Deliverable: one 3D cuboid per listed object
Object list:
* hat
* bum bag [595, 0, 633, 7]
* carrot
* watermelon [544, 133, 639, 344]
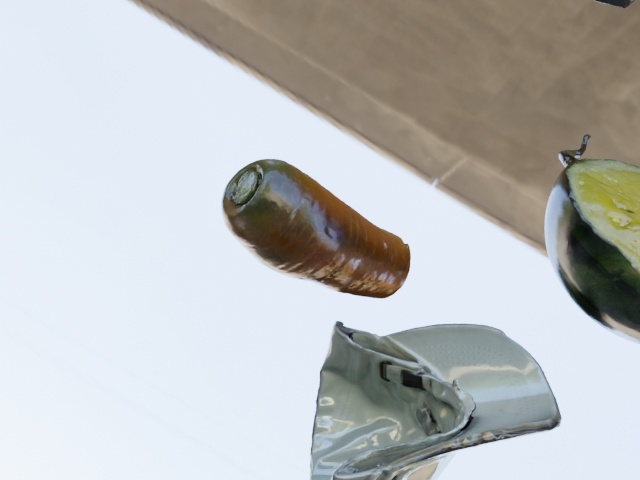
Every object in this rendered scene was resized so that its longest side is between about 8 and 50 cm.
[{"bbox_3d":[0.122,0.219,1.065,0.301,0.258,0.168,-10,-58,7],"label":"hat"},{"bbox_3d":[0.395,-0.400,1.185,0.087,0.049,0.198,-1,-75,-2],"label":"bum bag"},{"bbox_3d":[0.000,0.000,0.787,0.087,0.087,0.193,-1,-25,44],"label":"carrot"},{"bbox_3d":[0.289,0.018,0.831,0.232,0.204,0.127,33,-55,20],"label":"watermelon"}]
